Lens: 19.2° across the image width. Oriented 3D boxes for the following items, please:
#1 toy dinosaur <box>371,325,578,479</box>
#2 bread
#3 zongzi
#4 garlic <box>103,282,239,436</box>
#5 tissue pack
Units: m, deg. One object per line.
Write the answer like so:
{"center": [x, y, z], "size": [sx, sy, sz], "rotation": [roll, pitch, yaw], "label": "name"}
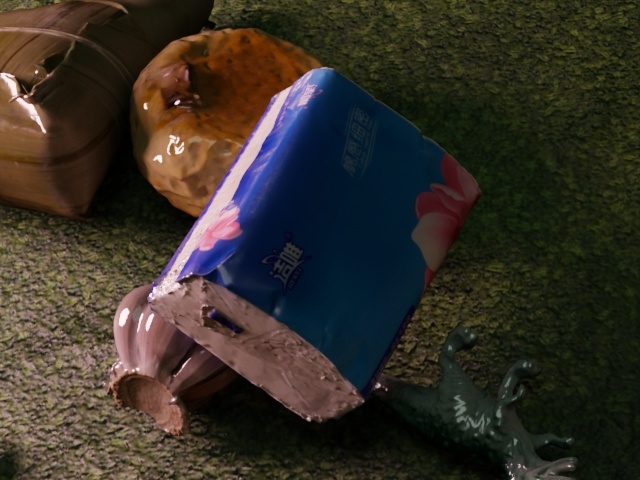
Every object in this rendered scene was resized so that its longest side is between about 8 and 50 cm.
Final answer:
{"center": [0.120, 0.124, 1.741], "size": [0.129, 0.076, 0.383], "rotation": [-37, 42, -21], "label": "toy dinosaur"}
{"center": [-0.085, -0.107, 1.911], "size": [0.244, 0.134, 0.244], "rotation": [4, 42, -4], "label": "bread"}
{"center": [-0.377, -0.187, 2.036], "size": [0.447, 0.181, 0.418], "rotation": [10, 37, 20], "label": "zongzi"}
{"center": [-0.108, 0.084, 1.780], "size": [0.131, 0.127, 0.194], "rotation": [24, 41, 31], "label": "garlic"}
{"center": [0.000, 0.000, 1.707], "size": [0.209, 0.137, 0.270], "rotation": [37, 58, -9], "label": "tissue pack"}
